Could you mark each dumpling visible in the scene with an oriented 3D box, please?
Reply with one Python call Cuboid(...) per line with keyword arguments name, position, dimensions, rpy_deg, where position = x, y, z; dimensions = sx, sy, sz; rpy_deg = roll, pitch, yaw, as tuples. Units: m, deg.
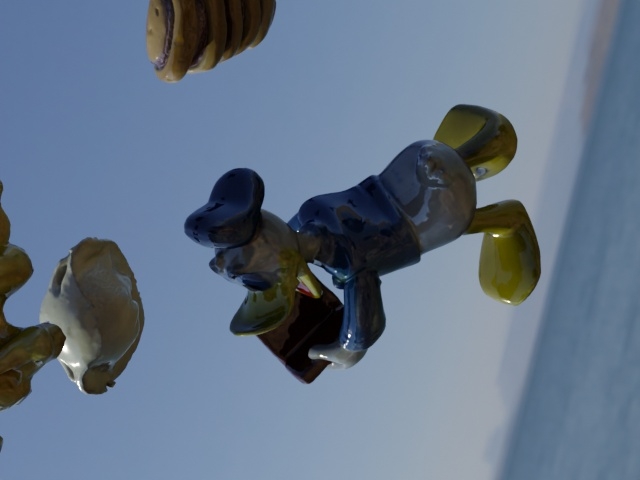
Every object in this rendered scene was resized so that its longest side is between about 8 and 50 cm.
Cuboid(name="dumpling", position=(-0.266, 0.084, 2.135), dimensions=(0.155, 0.111, 0.181), rpy_deg=(-22, -37, -59))

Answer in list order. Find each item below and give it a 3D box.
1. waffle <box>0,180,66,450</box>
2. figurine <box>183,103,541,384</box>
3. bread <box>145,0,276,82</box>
Cuboid(name="waffle", position=(-0.232, 0.047, 0.942), dimensions=(0.057, 0.229, 0.219), rpy_deg=(-24, -94, -56))
Cuboid(name="figurine", position=(0.000, 0.000, 1.555), dimensions=(0.338, 0.204, 0.283), rpy_deg=(6, -44, -44))
Cuboid(name="bread", position=(-0.118, -0.263, 1.985), dimensions=(0.225, 0.081, 0.134), rpy_deg=(-37, -48, -52))
